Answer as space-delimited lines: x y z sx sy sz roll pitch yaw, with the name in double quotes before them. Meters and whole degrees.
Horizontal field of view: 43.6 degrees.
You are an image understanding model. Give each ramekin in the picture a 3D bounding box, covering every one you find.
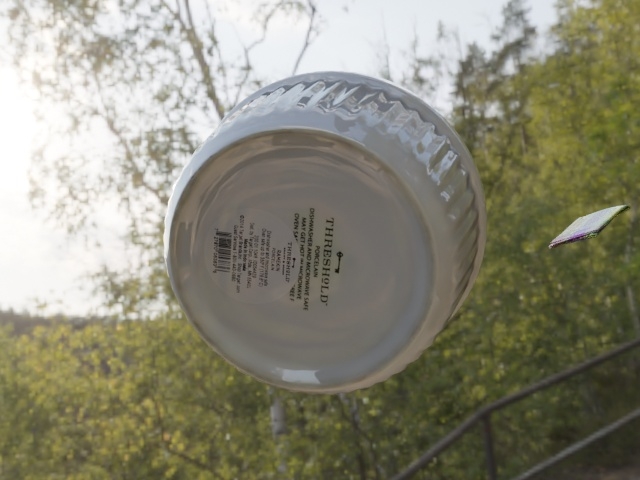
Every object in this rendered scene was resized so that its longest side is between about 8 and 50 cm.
"ramekin" 0.000 0.000 0.514 0.207 0.207 0.109 -9 15 17

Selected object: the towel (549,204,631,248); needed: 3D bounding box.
"towel" 0.288 -0.015 0.863 0.060 0.009 0.083 -36 3 -25
